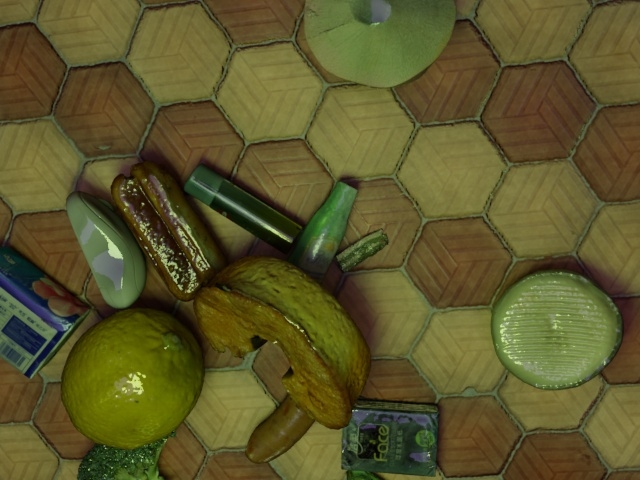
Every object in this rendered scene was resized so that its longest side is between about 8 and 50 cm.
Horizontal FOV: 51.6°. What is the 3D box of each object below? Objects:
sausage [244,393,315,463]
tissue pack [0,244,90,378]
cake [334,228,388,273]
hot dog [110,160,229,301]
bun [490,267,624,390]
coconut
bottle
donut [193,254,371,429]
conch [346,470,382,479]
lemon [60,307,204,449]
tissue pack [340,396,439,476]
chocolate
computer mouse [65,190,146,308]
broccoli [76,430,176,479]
[{"bbox_3d":[-0.084,0.445,1.630,0.109,0.109,0.270,40,101,-3],"label":"sausage"},{"bbox_3d":[-0.738,0.173,1.618,0.270,0.137,0.209,38,101,-6],"label":"tissue pack"},{"bbox_3d":[0.096,0.025,1.558,0.140,0.055,0.051,-33,90,8],"label":"cake"},{"bbox_3d":[-0.349,-0.024,1.551,0.158,0.117,0.348,-30,100,11],"label":"hot dog"},{"bbox_3d":[0.528,0.200,1.508,0.288,0.146,0.287,-1,86,8],"label":"bun"},{"bbox_3d":[0.118,-0.450,1.334,0.298,0.309,0.297,1,100,4],"label":"coconut"},{"bbox_3d":[-0.179,-0.075,1.547,0.286,0.082,0.082,32,102,-1],"label":"bottle"},{"bbox_3d":[-0.066,0.198,1.443,0.435,0.377,0.163,35,59,10],"label":"donut"},{"bbox_3d":[0.126,0.628,1.643,0.170,0.106,0.079,41,97,1],"label":"conch"},{"bbox_3d":[-0.429,0.318,1.532,0.336,0.336,0.335,1,101,5],"label":"lemon"},{"bbox_3d":[0.169,0.482,1.626,0.236,0.073,0.173,4,100,4],"label":"tissue pack"},{"bbox_3d":[0.000,0.000,1.538,0.110,0.110,0.291,27,99,-1],"label":"chocolate"},{"bbox_3d":[-0.486,0.015,1.542,0.121,0.184,0.296,-19,95,-8],"label":"computer mouse"},{"bbox_3d":[-0.465,0.637,1.665,0.252,0.221,0.361,-14,104,-23],"label":"broccoli"}]
